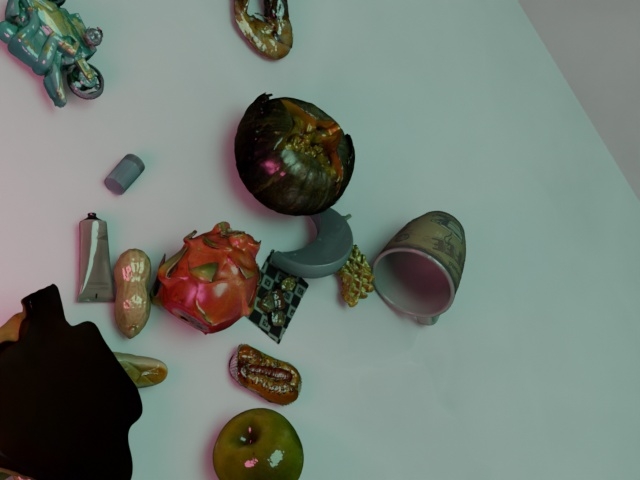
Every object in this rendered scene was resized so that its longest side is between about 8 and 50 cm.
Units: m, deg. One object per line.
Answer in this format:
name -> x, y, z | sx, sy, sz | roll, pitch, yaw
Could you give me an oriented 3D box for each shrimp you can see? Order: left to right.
shrimp -> -0.159, -0.617, 2.254 | 0.178, 0.075, 0.289 | -4, 90, -39

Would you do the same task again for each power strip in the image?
power strip -> 0.000, 0.000, 2.110 | 0.168, 0.054, 0.253 | 27, 47, 9

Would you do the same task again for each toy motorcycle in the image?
toy motorcycle -> -0.568, -0.423, 1.791 | 0.198, 0.109, 0.296 | -29, 93, -41

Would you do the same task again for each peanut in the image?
peanut -> -0.388, 0.109, 1.762 | 0.082, 0.082, 0.187 | 9, 69, -39

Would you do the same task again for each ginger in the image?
ginger -> -0.529, 0.289, 1.524 | 0.413, 0.211, 0.358 | 44, 37, -31

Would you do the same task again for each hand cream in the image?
hand cream -> -0.463, 0.035, 1.751 | 0.087, 0.054, 0.186 | 5, 78, -47

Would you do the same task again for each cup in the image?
cup -> 0.298, 0.076, 2.307 | 0.257, 0.228, 0.301 | -50, 137, -45

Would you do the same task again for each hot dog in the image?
hot dog -> -0.122, 0.307, 1.940 | 0.191, 0.059, 0.108 | 29, 53, -28

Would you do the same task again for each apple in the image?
apple -> -0.128, 0.453, 1.793 | 0.157, 0.197, 0.196 | 59, 44, -34

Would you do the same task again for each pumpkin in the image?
pumpkin -> -0.066, -0.202, 2.073 | 0.321, 0.192, 0.320 | 24, 48, -29

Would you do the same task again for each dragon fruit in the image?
dragon fruit -> -0.233, 0.080, 1.825 | 0.224, 0.224, 0.227 | 37, 59, -26

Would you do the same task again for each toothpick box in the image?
toothpick box -> -0.423, -0.143, 1.847 | 0.052, 0.052, 0.083 | 47, 51, -18

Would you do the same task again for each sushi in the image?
sushi -> -0.099, 0.128, 2.042 | 0.139, 0.031, 0.201 | 43, 51, -21

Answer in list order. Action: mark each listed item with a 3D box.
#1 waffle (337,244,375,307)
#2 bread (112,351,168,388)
waffle -> 0.054, 0.072, 2.179 | 0.149, 0.051, 0.194 | -32, 91, -36
bread -> -0.410, 0.257, 1.707 | 0.214, 0.053, 0.073 | 12, 94, -33
